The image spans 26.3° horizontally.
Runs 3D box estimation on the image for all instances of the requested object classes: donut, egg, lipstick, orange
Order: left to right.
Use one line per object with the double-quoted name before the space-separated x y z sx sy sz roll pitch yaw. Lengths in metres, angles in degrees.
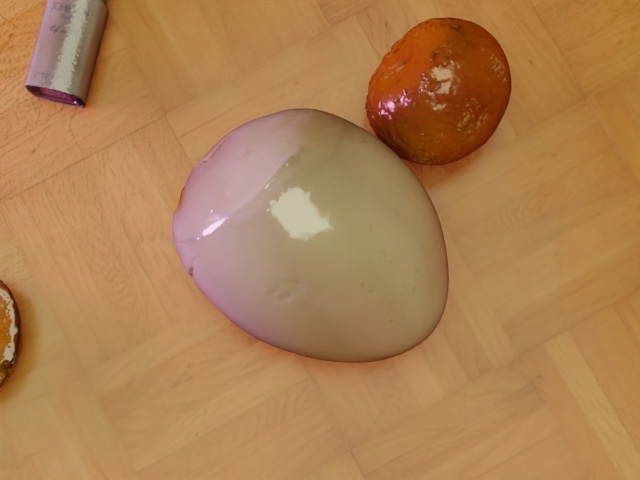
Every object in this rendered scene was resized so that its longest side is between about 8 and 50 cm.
"donut" -0.452 0.125 1.735 0.162 0.065 0.178 11 83 6
"lipstick" -0.316 -0.306 1.788 0.079 0.077 0.252 12 82 1
"egg" 0.000 0.000 1.647 0.345 0.283 0.283 37 83 -8
"orange" 0.152 -0.184 1.722 0.161 0.193 0.193 36 83 -21
